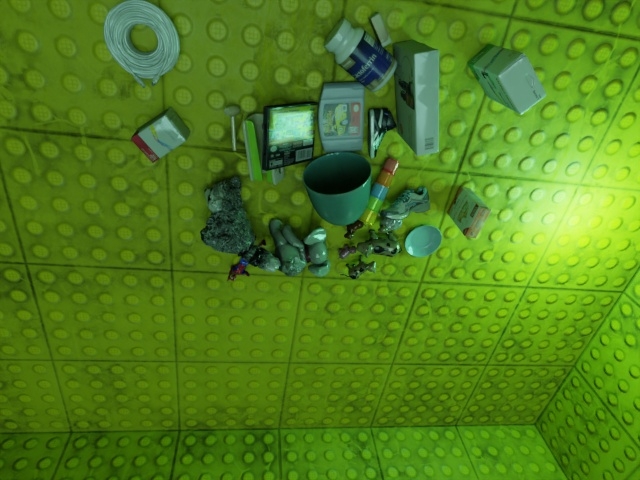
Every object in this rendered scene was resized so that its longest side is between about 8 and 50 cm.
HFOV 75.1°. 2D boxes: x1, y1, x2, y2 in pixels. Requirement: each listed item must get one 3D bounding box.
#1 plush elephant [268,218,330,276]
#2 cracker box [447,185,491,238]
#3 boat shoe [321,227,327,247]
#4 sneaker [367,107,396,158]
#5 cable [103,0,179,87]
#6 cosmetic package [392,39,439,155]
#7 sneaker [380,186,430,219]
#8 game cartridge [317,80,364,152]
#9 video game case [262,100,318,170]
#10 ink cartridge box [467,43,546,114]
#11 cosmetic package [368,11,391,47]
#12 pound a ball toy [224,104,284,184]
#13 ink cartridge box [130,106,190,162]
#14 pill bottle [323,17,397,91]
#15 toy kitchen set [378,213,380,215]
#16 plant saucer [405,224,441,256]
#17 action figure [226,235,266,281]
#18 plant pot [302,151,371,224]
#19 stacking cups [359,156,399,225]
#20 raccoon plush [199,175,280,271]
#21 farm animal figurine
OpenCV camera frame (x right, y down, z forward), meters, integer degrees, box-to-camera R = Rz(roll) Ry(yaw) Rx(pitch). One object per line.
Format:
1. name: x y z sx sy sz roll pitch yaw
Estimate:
1. plush elephant: -0.085 0.049 1.992 0.256 0.330 0.271 -10 118 -23
2. cracker box: 0.701 -0.137 1.982 0.067 0.232 0.155 10 120 -14
3. boat shoe: 0.000 0.000 2.086 0.040 0.049 0.142 10 124 32
4. sneaker: 0.269 -0.463 1.806 0.121 0.079 0.216 -5 121 -3
5. cable: -0.640 -0.727 1.509 0.257 0.089 0.257 -38 119 15
6. cosmetic package: 0.372 -0.563 1.635 0.098 0.284 0.377 -10 123 0
7. sneaker: 0.395 -0.183 1.970 0.283 0.110 0.122 -19 116 -26
8. game cartridge: 0.085 -0.517 1.764 0.196 0.060 0.294 -3 123 -1
9. video game case: -0.123 -0.428 1.694 0.275 0.035 0.248 -24 130 -43
10. ink cartridge box: 0.726 -0.638 1.638 0.117 0.278 0.201 -39 119 16
11. cosmetic package: 0.227 -0.806 1.593 0.041 0.060 0.115 -28 120 10
12. pound a ball toy: -0.264 -0.414 1.755 0.208 0.135 0.319 12 128 20
13. ink cartridge box: -0.638 -0.427 1.676 0.176 0.128 0.127 -29 122 11
14. pill bottle: 0.151 -0.708 1.591 0.265 0.153 0.153 31 113 -23
15. toy kitchen set: 0.250 -0.159 2.013 0.075 0.068 0.083 -10 96 14
16. plant saucer: 0.529 -0.003 2.161 0.195 0.037 0.194 -3 123 -5
17. action figure: -0.376 0.120 2.062 0.092 0.139 0.280 28 117 -21
18. plant pot: 0.084 -0.208 1.834 0.293 0.293 0.235 -12 136 0
19. stacking cups: 0.269 -0.229 1.925 0.096 0.096 0.316 21 99 -20
20. raccoon plush: -0.331 -0.091 1.873 0.447 0.216 0.299 24 113 -12
21. farm animal figurine: 0.251 0.046 2.073 0.327 0.172 0.330 -9 123 -2
